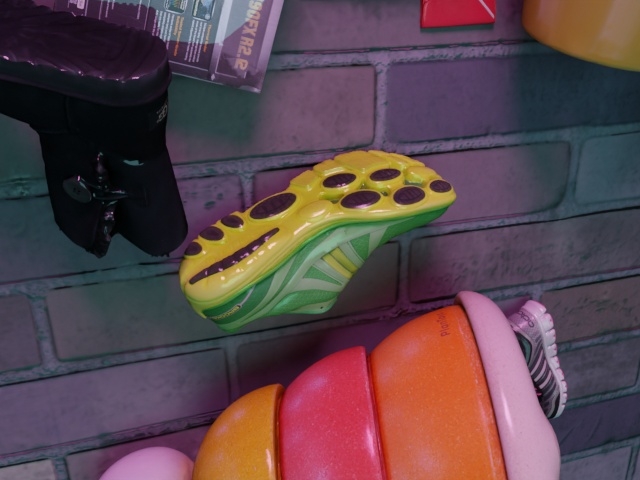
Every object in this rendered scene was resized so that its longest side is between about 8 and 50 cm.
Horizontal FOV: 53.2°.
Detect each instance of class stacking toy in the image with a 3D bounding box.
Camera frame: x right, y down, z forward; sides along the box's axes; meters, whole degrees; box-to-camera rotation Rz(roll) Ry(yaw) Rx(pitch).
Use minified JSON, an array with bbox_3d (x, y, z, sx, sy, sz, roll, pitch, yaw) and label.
[{"bbox_3d":[-0.012,0.255,0.689,0.479,0.351,0.351,-8,115,6],"label":"stacking toy"}]

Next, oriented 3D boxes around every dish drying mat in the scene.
[{"bbox_3d":[0.142,-0.236,0.653,0.083,0.008,0.032,-8,114,-15],"label":"dish drying mat"}]

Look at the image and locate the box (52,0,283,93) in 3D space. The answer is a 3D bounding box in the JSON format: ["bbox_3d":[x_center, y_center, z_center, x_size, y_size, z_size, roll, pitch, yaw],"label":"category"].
[{"bbox_3d":[-0.111,-0.256,0.524,0.182,0.056,0.231,8,114,-21],"label":"box"}]

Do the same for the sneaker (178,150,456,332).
[{"bbox_3d":[0.000,0.000,0.664,0.295,0.109,0.124,-24,139,-10],"label":"sneaker"}]

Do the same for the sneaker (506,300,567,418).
[{"bbox_3d":[0.266,0.163,0.827,0.074,0.063,0.171,-21,111,-10],"label":"sneaker"}]

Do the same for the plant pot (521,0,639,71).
[{"bbox_3d":[0.296,-0.291,0.563,0.253,0.254,0.239,-4,127,-17],"label":"plant pot"}]

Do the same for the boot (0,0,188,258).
[{"bbox_3d":[-0.230,-0.086,0.523,0.246,0.094,0.207,15,138,4],"label":"boot"}]
